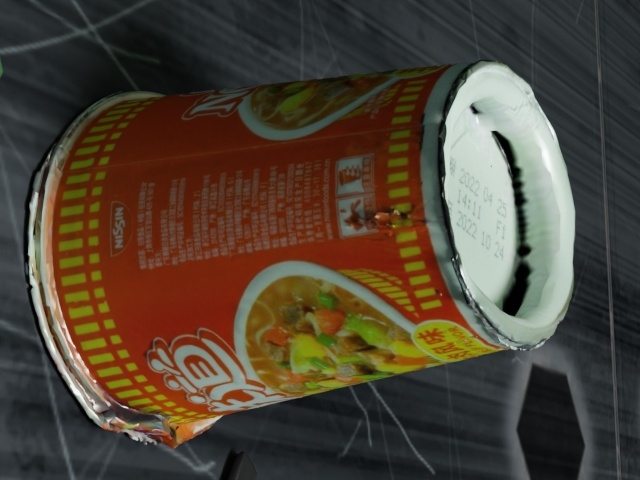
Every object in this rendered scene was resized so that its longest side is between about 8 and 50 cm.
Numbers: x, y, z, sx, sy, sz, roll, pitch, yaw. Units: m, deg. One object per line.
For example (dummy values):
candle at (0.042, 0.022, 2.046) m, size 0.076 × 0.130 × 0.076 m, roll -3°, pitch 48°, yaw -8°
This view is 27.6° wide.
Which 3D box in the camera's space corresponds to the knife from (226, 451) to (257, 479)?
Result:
knife at (-0.059, 0.190, 0.677) m, size 0.023 × 0.010 × 0.170 m, roll 41°, pitch 52°, yaw -36°

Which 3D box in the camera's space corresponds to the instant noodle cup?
instant noodle cup at (0.000, 0.000, 0.629) m, size 0.193 × 0.212 × 0.193 m, roll 18°, pitch 67°, yaw -53°

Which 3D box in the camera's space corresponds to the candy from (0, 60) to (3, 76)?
candy at (-0.263, -0.077, 0.140) m, size 0.263 × 0.398 × 0.172 m, roll -26°, pitch 136°, yaw -64°
